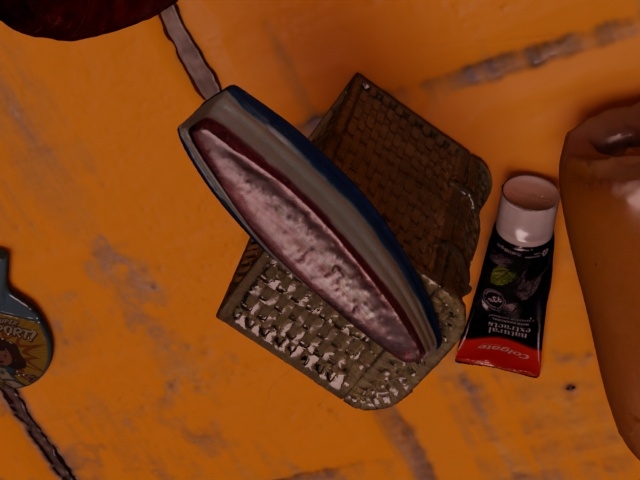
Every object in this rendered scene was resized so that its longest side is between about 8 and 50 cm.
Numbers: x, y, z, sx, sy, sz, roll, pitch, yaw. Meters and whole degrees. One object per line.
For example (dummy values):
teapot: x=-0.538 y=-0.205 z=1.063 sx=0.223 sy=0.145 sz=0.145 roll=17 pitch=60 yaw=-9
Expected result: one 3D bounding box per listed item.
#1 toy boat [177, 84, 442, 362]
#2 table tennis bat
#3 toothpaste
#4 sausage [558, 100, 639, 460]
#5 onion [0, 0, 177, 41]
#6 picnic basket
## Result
toy boat: x=0.000 y=0.000 z=0.974 sx=0.080 sy=0.046 sz=0.229 roll=-36 pitch=106 yaw=23
table tennis bat: x=-0.283 y=0.071 z=1.340 sx=0.100 sy=0.019 sz=0.155 roll=14 pitch=128 yaw=5
toothpaste: x=0.153 y=0.037 z=1.198 sx=0.071 sy=0.045 sz=0.193 roll=12 pitch=131 yaw=6
sausage: x=0.269 y=0.063 z=1.146 sx=0.134 sy=0.116 sz=0.354 roll=-15 pitch=123 yaw=11
onion: x=-0.169 y=-0.269 z=0.971 sx=0.221 sy=0.281 sz=0.281 roll=-27 pitch=118 yaw=-9
picnic basket: x=0.038 y=0.004 z=1.109 sx=0.154 sy=0.196 sz=0.134 roll=33 pitch=122 yaw=-7
